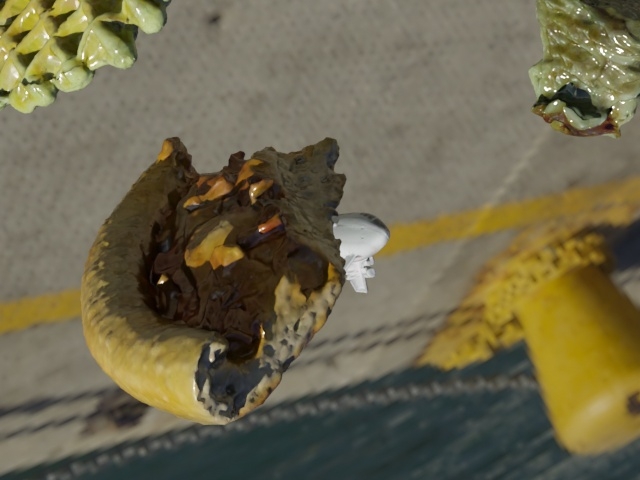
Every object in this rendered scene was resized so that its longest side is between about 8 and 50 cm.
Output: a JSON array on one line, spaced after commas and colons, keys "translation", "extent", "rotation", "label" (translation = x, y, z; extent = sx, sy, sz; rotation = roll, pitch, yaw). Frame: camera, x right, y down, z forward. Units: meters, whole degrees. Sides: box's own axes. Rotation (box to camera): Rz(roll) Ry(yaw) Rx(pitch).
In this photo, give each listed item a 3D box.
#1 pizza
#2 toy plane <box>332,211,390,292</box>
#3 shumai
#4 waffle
[{"translation": [-0.052, 0.007, 0.835], "extent": [0.134, 0.271, 0.056], "rotation": [-28, 113, 16], "label": "pizza"}, {"translation": [0.000, 0.000, 1.495], "extent": [0.162, 0.171, 0.065], "rotation": [44, 74, -27], "label": "toy plane"}, {"translation": [0.136, -0.086, 0.852], "extent": [0.083, 0.082, 0.080], "rotation": [8, 129, -10], "label": "shumai"}, {"translation": [-0.141, -0.151, 1.053], "extent": [0.183, 0.169, 0.036], "rotation": [-6, 148, 47], "label": "waffle"}]
